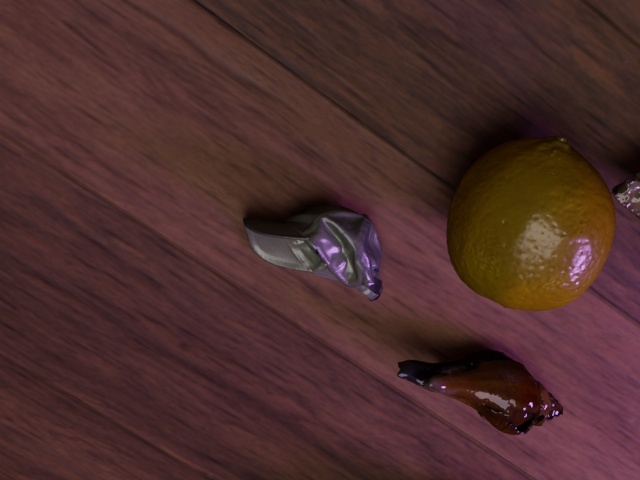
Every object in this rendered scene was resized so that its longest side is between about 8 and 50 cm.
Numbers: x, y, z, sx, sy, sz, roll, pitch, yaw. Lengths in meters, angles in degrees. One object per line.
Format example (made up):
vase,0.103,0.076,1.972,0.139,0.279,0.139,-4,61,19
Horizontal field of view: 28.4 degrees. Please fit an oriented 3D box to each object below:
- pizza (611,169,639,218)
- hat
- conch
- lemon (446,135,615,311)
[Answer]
pizza,0.431,-0.059,1.397,0.226,0.069,0.147,-24,124,2
hat,-0.006,0.003,1.429,0.166,0.081,0.122,12,157,9
conch,0.200,0.170,1.501,0.233,0.086,0.080,33,112,-19
lemon,0.226,-0.020,1.352,0.178,0.178,0.203,13,114,-8
